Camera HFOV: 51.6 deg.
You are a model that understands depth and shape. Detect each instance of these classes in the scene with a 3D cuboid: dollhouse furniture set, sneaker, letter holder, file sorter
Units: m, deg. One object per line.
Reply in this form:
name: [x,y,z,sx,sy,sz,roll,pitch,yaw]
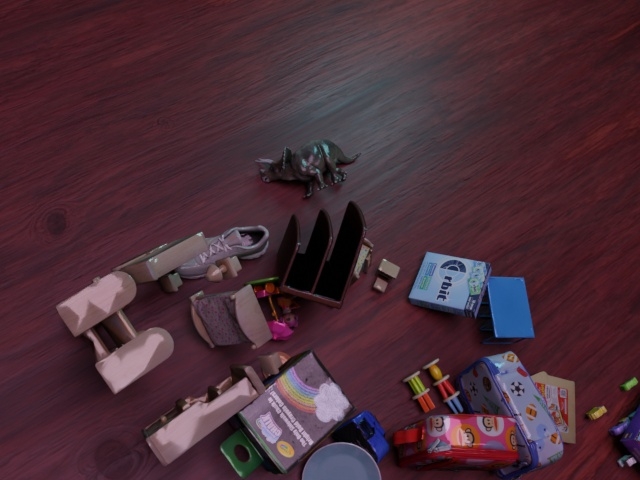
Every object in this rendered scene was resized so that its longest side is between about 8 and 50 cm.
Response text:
dollhouse furniture set: [0.116,0.109,1.766,0.161,0.101,0.182,28,63,-5]
dollhouse furniture set: [-0.301,0.183,1.531,0.174,0.303,0.355,-32,104,-44]
dollhouse furniture set: [-0.343,0.232,1.421,0.256,0.362,0.394,-34,93,-21]
sneaker: [-0.251,0.014,1.681,0.262,0.121,0.099,-21,77,-21]
letter holder: [0.000,0.000,1.628,0.152,0.302,0.214,17,104,-9]
file sorter: [0.504,0.199,1.847,0.118,0.104,0.170,2,67,-15]

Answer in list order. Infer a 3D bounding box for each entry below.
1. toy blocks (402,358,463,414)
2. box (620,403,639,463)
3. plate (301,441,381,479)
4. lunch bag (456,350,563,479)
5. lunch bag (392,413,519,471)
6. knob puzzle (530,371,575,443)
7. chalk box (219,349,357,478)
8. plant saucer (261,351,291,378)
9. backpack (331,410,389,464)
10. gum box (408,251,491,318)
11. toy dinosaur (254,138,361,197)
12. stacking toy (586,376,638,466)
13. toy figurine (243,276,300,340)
toy blocks: [0.300,0.401,1.729,0.123,0.054,0.148,-27,79,-25]
box: [0.972,0.523,1.840,0.201,0.057,0.293,49,58,0]
plate: [0.050,0.569,1.567,0.188,0.024,0.188,0,90,3]
lunch bag: [0.462,0.446,1.661,0.115,0.243,0.303,-11,66,-21]
lunch bag: [0.299,0.477,1.565,0.258,0.293,0.120,6,65,-10]
knob puzzle: [0.604,0.455,1.813,0.213,0.030,0.213,6,68,-15]
chalk box: [-0.097,0.416,1.526,0.289,0.179,0.180,-36,87,-23]
plant saucer: [-0.105,0.320,1.661,0.083,0.013,0.083,6,66,-14]
backpack: [0.111,0.485,1.613,0.101,0.098,0.120,-25,75,-45]
gum box: [0.356,0.120,1.815,0.184,0.041,0.157,10,59,28]
toy dinosaur: [-0.008,-0.222,1.857,0.313,0.121,0.160,-26,91,-20]
stacking toy: [0.870,0.508,1.862,0.221,0.052,0.167,-26,78,-25]
toy figurine: [-0.101,0.174,1.688,0.173,0.130,0.159,-6,83,-45]
